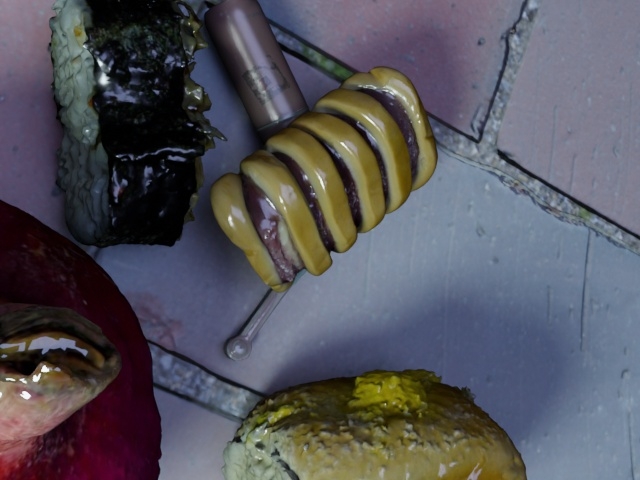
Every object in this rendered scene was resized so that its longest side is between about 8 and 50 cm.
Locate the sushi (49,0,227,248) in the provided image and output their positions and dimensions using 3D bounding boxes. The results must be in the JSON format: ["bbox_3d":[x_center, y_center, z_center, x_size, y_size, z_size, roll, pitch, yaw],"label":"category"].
[{"bbox_3d":[-0.146,-0.102,0.874,0.115,0.147,0.212,-4,84,-27],"label":"sushi"}]

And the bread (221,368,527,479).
[{"bbox_3d":[0.033,0.197,0.914,0.246,0.195,0.176,-10,94,-28],"label":"bread"}]

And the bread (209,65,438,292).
[{"bbox_3d":[0.010,-0.048,0.947,0.225,0.081,0.134,-42,132,-25],"label":"bread"}]

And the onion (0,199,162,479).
[{"bbox_3d":[-0.235,0.109,0.680,0.348,0.385,0.347,15,63,-32],"label":"onion"}]

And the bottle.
[{"bbox_3d":[-0.054,-0.149,0.977,0.053,0.053,0.140,-30,100,-26],"label":"bottle"}]

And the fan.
[{"bbox_3d":[0.000,0.000,1.010,0.057,0.023,0.282,42,69,-22],"label":"fan"}]
